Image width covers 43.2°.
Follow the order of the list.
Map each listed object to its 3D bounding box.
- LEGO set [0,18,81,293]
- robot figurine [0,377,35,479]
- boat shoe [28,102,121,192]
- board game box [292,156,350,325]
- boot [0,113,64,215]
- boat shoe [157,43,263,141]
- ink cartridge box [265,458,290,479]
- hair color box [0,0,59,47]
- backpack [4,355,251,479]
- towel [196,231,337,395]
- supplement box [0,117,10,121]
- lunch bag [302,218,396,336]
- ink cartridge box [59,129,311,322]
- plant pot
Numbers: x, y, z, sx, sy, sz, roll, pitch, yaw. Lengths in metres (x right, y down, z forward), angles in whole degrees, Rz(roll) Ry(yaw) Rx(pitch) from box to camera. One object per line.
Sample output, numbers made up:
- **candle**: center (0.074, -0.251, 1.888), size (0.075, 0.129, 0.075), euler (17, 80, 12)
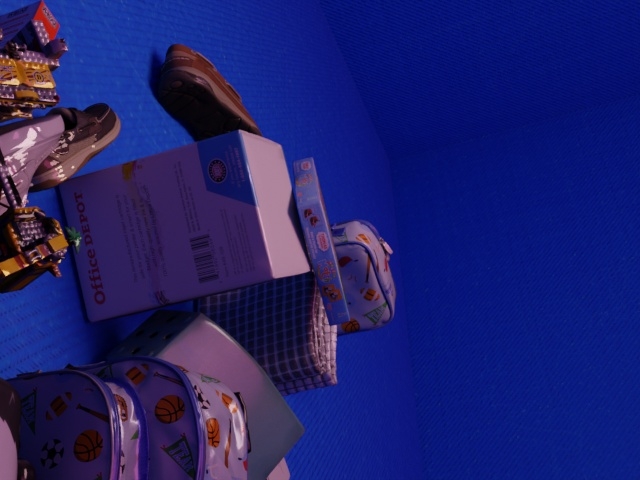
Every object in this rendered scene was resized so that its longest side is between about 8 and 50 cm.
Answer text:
- **LEGO set**: center (-0.323, -0.075, 0.651), size (0.331, 0.192, 0.255), euler (5, 61, -55)
- **robot figurine**: center (-0.322, 0.196, 0.623), size (0.173, 0.209, 0.278), euler (132, -41, -52)
- **boat shoe**: center (-0.333, -0.142, 1.071), size (0.223, 0.080, 0.073), euler (-70, 148, -56)
- **board game box**: center (0.000, 0.000, 1.248), size (0.160, 0.039, 0.212), euler (-99, 175, -60)
- **boot**: center (-0.360, -0.050, 0.889), size (0.258, 0.095, 0.123), euler (-51, 132, -57)
- **boat shoe**: center (-0.203, -0.264, 1.574), size (0.324, 0.122, 0.120), euler (52, 25, -58)
- **ink cartridge box**: center (-0.141, 0.379, 1.158), size (0.208, 0.153, 0.087), euler (-67, 142, -64)
- **hair color box**: center (-0.379, -0.234, 1.003), size (0.043, 0.072, 0.141), euler (60, 22, -44)
- **backpack**: center (-0.210, 0.235, 0.828), size (0.213, 0.263, 0.277), euler (40, 40, -65)
- **towel**: center (-0.097, 0.128, 1.391), size (0.121, 0.235, 0.284), euler (46, 33, -51)
- **supplement box**: center (-0.384, -0.151, 0.886), size (0.083, 0.083, 0.056), euler (-52, 127, -72)
- **lunch bag**: center (0.006, 0.078, 1.665), size (0.115, 0.303, 0.243), euler (-71, 144, -57)
- **ink cartridge box**: center (-0.183, -0.016, 1.134), size (0.197, 0.270, 0.198), euler (-3, 80, -76)
- **plant pot**: center (-0.171, 0.217, 1.099), size (0.165, 0.165, 0.234), euler (-44, 118, -36)
